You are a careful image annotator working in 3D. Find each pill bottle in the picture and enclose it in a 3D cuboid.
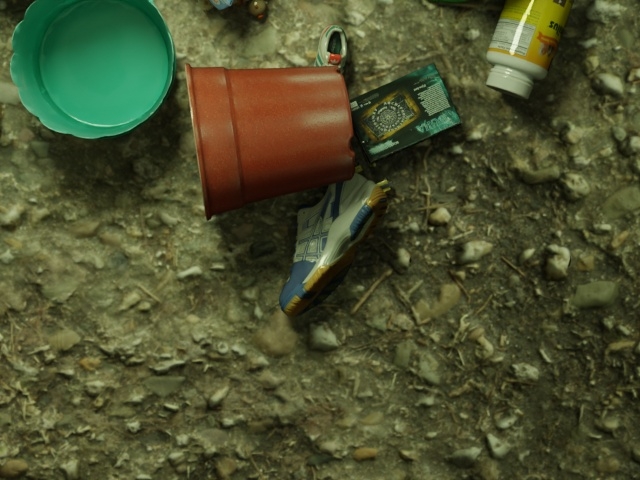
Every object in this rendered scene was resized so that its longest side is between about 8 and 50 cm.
[{"bbox_3d":[0.376,-0.371,1.906,0.117,0.117,0.215,19,96,-7],"label":"pill bottle"}]

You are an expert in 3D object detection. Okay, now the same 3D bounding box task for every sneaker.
[{"bbox_3d":[0.016,-0.314,1.902,0.057,0.075,0.161,9,96,-6],"label":"sneaker"},{"bbox_3d":[0.000,0.000,1.941,0.131,0.112,0.296,39,102,21],"label":"sneaker"}]

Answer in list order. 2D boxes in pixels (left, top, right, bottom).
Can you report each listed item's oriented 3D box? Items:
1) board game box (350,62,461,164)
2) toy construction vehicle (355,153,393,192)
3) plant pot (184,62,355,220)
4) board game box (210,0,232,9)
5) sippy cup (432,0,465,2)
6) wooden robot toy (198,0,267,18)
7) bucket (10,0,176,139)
[{"bbox_3d":[0.151,-0.233,1.935,0.186,0.026,0.126,-23,84,-1],"label":"board game box"},{"bbox_3d":[0.094,-0.123,1.954,0.098,0.035,0.086,-22,99,-2],"label":"toy construction vehicle"},{"bbox_3d":[-0.085,-0.186,1.812,0.264,0.272,0.273,-8,98,-5],"label":"plant pot"},{"bbox_3d":[-0.171,-0.528,1.798,0.160,0.039,0.212,44,57,-31],"label":"board game box"},{"bbox_3d":[0.252,-0.541,1.820,0.305,0.224,0.240,-44,99,1],"label":"sippy cup"},{"bbox_3d":[-0.128,-0.433,1.880,0.173,0.076,0.079,-22,110,-2],"label":"wooden robot toy"},{"bbox_3d":[-0.382,-0.309,1.814,0.281,0.183,0.281,-1,98,-5],"label":"bucket"}]
